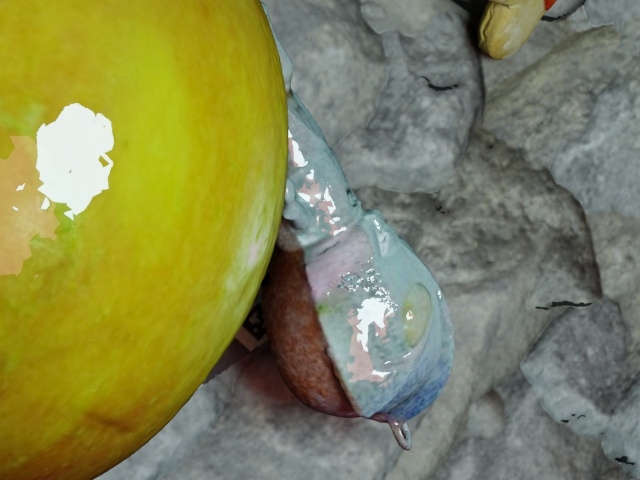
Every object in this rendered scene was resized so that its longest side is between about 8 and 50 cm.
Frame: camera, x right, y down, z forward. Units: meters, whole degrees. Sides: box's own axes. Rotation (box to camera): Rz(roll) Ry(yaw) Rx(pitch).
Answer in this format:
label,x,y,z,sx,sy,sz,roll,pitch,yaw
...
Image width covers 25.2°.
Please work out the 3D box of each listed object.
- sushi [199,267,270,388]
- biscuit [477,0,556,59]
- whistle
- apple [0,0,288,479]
label,x,y,z,sx,sy,sz,roll,pitch,yaw
sushi,-0.142,0.004,1.006,0.192,0.043,0.279,-35,114,-15
biscuit,0.202,-0.245,1.078,0.234,0.030,0.153,-43,156,-11
whistle,-0.001,0.001,1.028,0.142,0.134,0.346,-40,110,-49
apple,-0.209,-0.052,0.772,0.374,0.384,0.374,-53,160,-29
